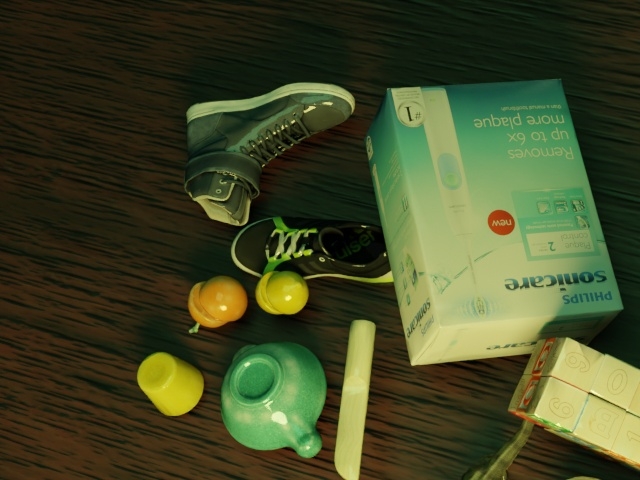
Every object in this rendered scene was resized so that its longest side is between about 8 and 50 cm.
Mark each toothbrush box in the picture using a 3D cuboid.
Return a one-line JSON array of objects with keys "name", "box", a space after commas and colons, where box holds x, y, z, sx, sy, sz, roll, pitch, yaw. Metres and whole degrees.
[{"name": "toothbrush box", "box": [0.189, -0.023, 1.680, 0.216, 0.126, 0.295, -4, 67, -14]}]

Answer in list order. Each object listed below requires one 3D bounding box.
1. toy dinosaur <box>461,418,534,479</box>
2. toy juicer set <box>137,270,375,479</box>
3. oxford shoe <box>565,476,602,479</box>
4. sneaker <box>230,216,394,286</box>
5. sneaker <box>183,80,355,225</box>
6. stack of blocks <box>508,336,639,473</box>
[{"name": "toy dinosaur", "box": [0.176, 0.270, 1.613, 0.064, 0.118, 0.268, 30, 78, 22]}, {"name": "toy juicer set", "box": [-0.041, 0.145, 1.735, 0.329, 0.089, 0.209, 17, 72, 32]}, {"name": "oxford shoe", "box": [0.292, 0.465, 1.513, 0.169, 0.130, 0.449, -6, 83, 6]}, {"name": "sneaker", "box": [0.000, 0.000, 1.774, 0.235, 0.097, 0.084, 2, 70, 16]}, {"name": "sneaker", "box": [-0.065, -0.103, 1.828, 0.226, 0.086, 0.163, -10, 56, 21]}, {"name": "stack of blocks", "box": [0.355, 0.198, 1.504, 0.297, 0.171, 0.087, 25, 83, -2]}]
